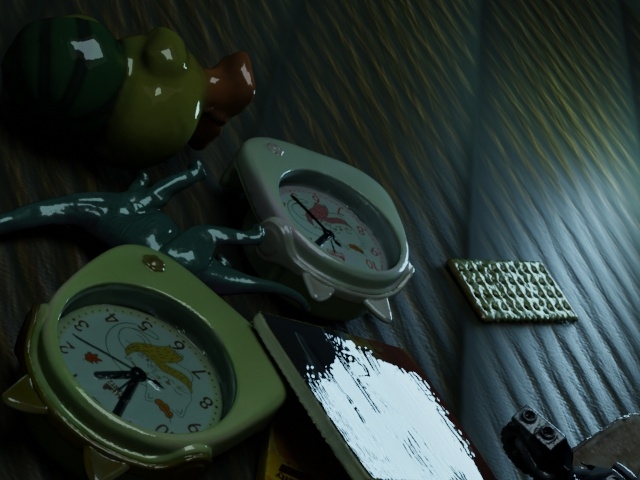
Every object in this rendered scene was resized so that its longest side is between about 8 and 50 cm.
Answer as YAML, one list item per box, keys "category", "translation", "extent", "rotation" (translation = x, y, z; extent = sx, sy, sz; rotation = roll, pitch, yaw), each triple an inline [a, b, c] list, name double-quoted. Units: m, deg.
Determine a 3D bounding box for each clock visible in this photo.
- category: "clock"
  translation: [-0.218, 0.165, 1.638]
  extent: [0.286, 0.117, 0.348]
  rotation: [41, 34, 9]
- category: "clock"
  translation: [0.000, 0.000, 2.040]
  extent: [0.265, 0.109, 0.324]
  rotation: [20, 34, -30]

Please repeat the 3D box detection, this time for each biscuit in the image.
- category: "biscuit"
  translation: [0.314, 0.080, 2.307]
  extent: [0.231, 0.016, 0.139]
  rotation: [3, 46, -39]

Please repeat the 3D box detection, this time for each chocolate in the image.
- category: "chocolate"
  translation: [0.414, 0.361, 1.951]
  extent: [0.303, 0.100, 0.185]
  rotation: [-22, 62, -43]

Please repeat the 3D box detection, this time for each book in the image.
- category: "book"
  translation: [0.082, 0.218, 1.811]
  extent: [0.374, 0.028, 0.262]
  rotation: [19, 30, -56]

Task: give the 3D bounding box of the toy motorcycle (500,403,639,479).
- category: "toy motorcycle"
  translation: [0.341, 0.311, 1.790]
  extent: [0.106, 0.159, 0.270]
  rotation: [-34, 66, -30]

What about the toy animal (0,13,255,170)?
- category: "toy animal"
  translation: [-0.280, -0.201, 1.986]
  extent: [0.338, 0.216, 0.191]
  rotation: [13, 62, -24]

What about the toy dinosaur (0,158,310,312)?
- category: "toy dinosaur"
  translation: [-0.243, 0.031, 1.823]
  extent: [0.383, 0.129, 0.331]
  rotation: [41, 42, 14]

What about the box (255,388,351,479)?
- category: "box"
  translation: [-0.002, 0.260, 1.771]
  extent: [0.152, 0.043, 0.269]
  rotation: [25, 34, -13]
